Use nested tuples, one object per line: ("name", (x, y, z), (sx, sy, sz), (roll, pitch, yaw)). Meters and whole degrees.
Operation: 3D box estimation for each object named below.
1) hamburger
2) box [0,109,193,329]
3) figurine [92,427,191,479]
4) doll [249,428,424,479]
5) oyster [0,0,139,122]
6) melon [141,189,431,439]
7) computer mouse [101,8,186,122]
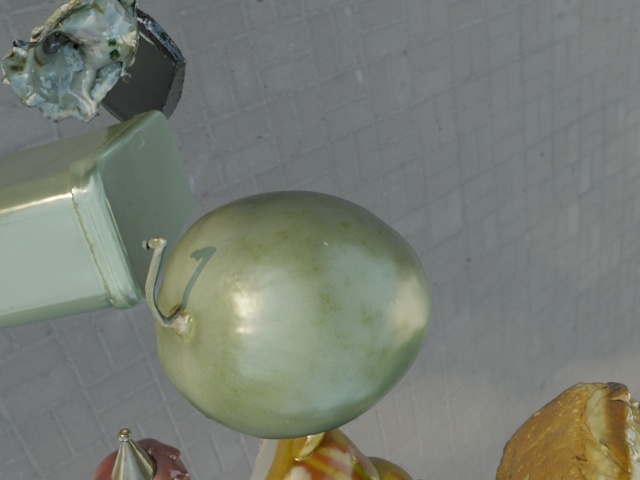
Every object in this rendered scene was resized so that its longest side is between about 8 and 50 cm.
("hamburger", (0.387, 0.365, 0.923), (0.284, 0.174, 0.304), (-50, 177, 34))
("box", (-0.375, -0.022, 0.816), (0.343, 0.352, 0.178), (-14, 112, 4))
("figurine", (-0.253, 0.406, 0.915), (0.207, 0.166, 0.387), (-37, 142, -54))
("doll", (0.023, 0.341, 0.834), (0.269, 0.162, 0.167), (42, 46, -28))
("oyster", (-0.232, -0.189, 0.618), (0.166, 0.053, 0.108), (-46, 133, -12))
("melon", (-0.024, 0.073, 0.642), (0.307, 0.272, 0.272), (-8, 113, -21))
("computer mouse", (-0.311, -0.300, 1.074), (0.168, 0.295, 0.087), (42, 57, -8))
